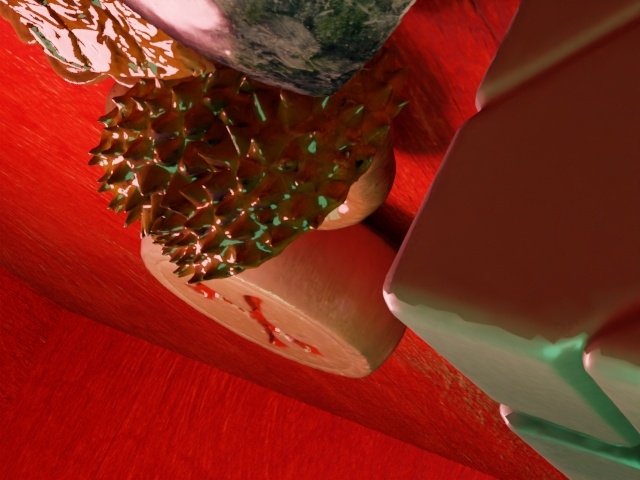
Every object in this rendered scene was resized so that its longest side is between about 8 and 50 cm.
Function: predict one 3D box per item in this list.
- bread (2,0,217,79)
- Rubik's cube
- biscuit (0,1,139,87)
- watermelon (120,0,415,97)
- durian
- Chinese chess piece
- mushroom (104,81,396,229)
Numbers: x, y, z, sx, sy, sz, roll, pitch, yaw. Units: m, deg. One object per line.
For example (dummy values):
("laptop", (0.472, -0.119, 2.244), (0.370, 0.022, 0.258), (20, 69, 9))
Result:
("bread", (-0.130, -0.205, 0.812), (0.143, 0.158, 0.149), (17, 157, 29))
("Rubik's cube", (0.273, -0.013, 0.467), (0.322, 0.319, 0.316), (15, 162, 40))
("biscuit", (-0.174, -0.195, 0.968), (0.236, 0.144, 0.040), (15, -172, 28))
("watermelon", (-0.052, -0.205, 0.641), (0.318, 0.226, 0.148), (48, 139, 20))
("durian", (-0.056, -0.060, 0.886), (0.154, 0.260, 0.186), (19, -152, -45))
("Chinese chess piece", (-0.050, 0.036, 1.448), (0.338, 0.140, 0.338), (24, 164, 7))
("mushroom", (-0.051, -0.094, 1.068), (0.278, 0.146, 0.278), (6, 153, 3))
